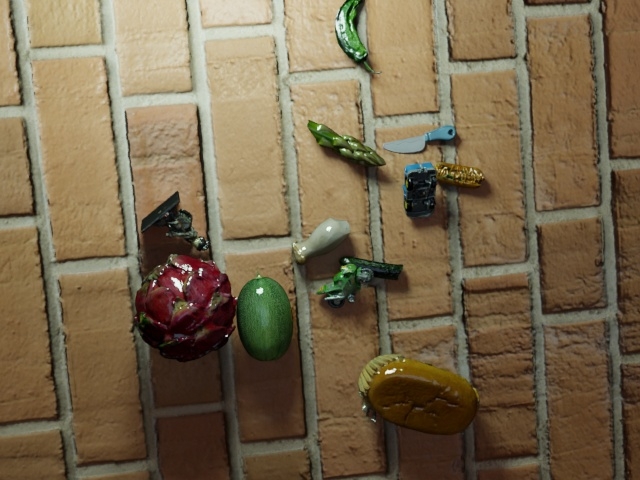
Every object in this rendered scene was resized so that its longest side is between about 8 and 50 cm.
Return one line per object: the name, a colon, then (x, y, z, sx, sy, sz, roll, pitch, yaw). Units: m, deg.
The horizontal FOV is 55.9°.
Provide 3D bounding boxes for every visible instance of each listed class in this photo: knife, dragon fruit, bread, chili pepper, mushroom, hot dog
knife: (0.328, -0.325, 1.988, 0.244, 0.032, 0.058, -16, 103, 1)
dragon fruit: (-0.404, 0.209, 1.824, 0.329, 0.329, 0.329, 0, 94, -4)
bread: (0.318, 0.497, 1.962, 0.388, 0.183, 0.236, 11, 95, -5)
chili pepper: (0.109, -0.656, 1.927, 0.122, 0.065, 0.279, -11, 91, 0)
mushroom: (0.000, -0.001, 1.952, 0.212, 0.088, 0.097, -30, 86, 4)
hot dog: (0.457, -0.214, 1.988, 0.188, 0.055, 0.072, 9, 92, -4)

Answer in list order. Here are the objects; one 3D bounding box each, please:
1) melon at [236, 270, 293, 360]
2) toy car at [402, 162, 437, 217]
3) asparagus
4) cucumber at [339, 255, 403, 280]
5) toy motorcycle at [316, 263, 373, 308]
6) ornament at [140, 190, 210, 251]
melon: (-0.178, 0.238, 1.908, 0.182, 0.182, 0.288, -5, 95, -4)
toy car: (0.318, -0.173, 1.953, 0.097, 0.100, 0.191, -7, 128, -4)
asparagus: (0.080, -0.302, 1.945, 0.287, 0.080, 0.080, 23, 92, 3)
cucumber: (0.164, 0.089, 1.989, 0.214, 0.052, 0.058, 11, 72, -4)
toy motorcycle: (0.081, 0.142, 1.959, 0.106, 0.074, 0.190, 40, 112, -18)
ornament: (-0.442, -0.025, 1.902, 0.153, 0.166, 0.196, -41, 111, 0)
